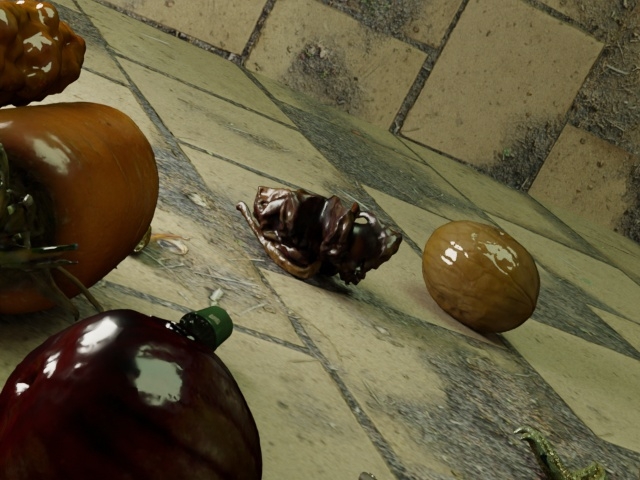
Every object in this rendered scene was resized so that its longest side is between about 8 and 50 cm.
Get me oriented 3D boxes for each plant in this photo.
[{"bbox_3d":[-0.134,0.102,1.328,0.051,0.051,0.102,33,28,19],"label":"plant"}]

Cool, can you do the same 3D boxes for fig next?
[{"bbox_3d":[-0.108,0.161,0.906,0.249,0.186,0.203,31,-7,-23],"label":"fig"}]

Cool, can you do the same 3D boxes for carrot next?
[{"bbox_3d":[-0.279,-0.025,1.199,0.193,0.214,0.331,-4,5,10],"label":"carrot"}]

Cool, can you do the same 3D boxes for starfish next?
[{"bbox_3d":[0.319,0.287,1.535,0.208,0.053,0.176,38,16,23],"label":"starfish"}]

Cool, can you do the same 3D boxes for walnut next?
[{"bbox_3d":[0.254,0.055,2.027,0.207,0.167,0.167,36,15,20],"label":"walnut"}]

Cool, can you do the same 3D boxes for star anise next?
[{"bbox_3d":[0.000,0.000,1.817,0.190,0.126,0.220,21,-12,-29],"label":"star anise"}]

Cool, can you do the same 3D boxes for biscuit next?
[{"bbox_3d":[-0.407,-0.163,1.292,0.312,0.111,0.318,-13,10,3],"label":"biscuit"}]

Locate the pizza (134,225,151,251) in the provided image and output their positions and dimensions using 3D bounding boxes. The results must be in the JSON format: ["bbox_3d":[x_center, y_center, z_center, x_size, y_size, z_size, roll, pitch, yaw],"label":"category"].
[{"bbox_3d":[-0.258,-0.032,1.581,0.099,0.036,0.160,22,14,-26],"label":"pizza"}]

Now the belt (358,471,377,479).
[{"bbox_3d":[0.093,0.265,1.031,0.094,0.126,0.359,25,1,30],"label":"belt"}]

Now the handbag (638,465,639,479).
[{"bbox_3d":[0.544,0.297,1.561,0.190,0.251,0.193,32,21,-19],"label":"handbag"}]
